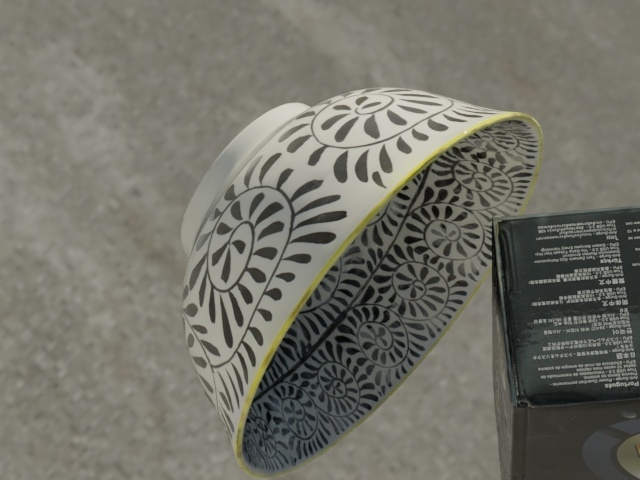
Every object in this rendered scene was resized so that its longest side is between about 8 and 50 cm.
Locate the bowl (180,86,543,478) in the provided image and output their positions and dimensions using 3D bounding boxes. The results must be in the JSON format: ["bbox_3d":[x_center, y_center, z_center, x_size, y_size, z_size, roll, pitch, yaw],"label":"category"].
[{"bbox_3d":[0.000,0.000,0.716,0.080,0.170,0.170,38,29,19],"label":"bowl"}]

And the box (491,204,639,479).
[{"bbox_3d":[0.157,0.050,0.715,0.180,0.147,0.077,-4,62,2],"label":"box"}]
